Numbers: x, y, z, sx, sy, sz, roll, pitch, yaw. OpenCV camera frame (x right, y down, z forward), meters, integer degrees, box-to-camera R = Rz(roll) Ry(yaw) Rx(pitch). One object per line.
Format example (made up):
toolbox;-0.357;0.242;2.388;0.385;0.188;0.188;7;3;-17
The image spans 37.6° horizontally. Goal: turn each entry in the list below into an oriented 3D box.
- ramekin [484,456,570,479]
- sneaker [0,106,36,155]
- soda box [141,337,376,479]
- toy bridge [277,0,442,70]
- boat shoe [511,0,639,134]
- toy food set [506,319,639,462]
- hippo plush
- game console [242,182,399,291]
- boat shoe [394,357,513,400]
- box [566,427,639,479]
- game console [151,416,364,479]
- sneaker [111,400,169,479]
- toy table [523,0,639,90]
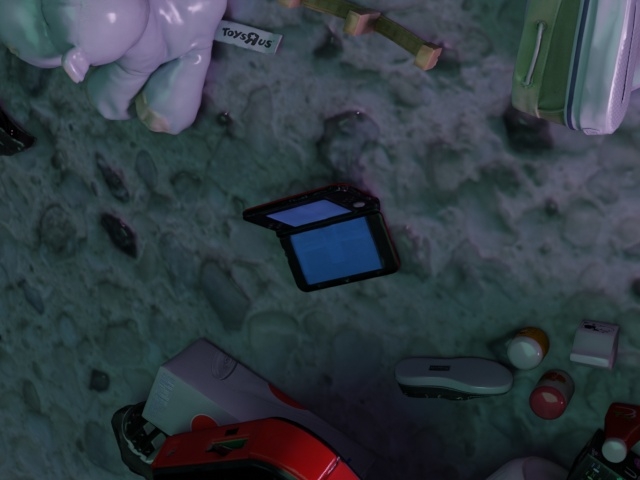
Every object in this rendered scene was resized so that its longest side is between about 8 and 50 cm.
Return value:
ramekin;0.244;0.328;1.002;0.207;0.207;0.109;41;110;10
sneaker;-0.477;-0.174;1.302;0.089;0.051;0.170;-38;91;30
soda box;-0.080;0.247;1.197;0.286;0.098;0.091;31;119;16
toy bridge;0.044;-0.234;1.009;0.188;0.063;0.026;28;116;15
boat shoe;0.204;-0.230;0.722;0.094;0.109;0.302;13;112;24
toy food set;0.300;0.157;0.973;0.232;0.104;0.111;9;109;24
hippo plush;-0.226;-0.222;1.049;0.294;0.236;0.234;10;109;24
game console;0.000;0.000;1.093;0.144;0.124;0.085;-15;72;29
boat shoe;0.155;0.164;1.087;0.142;0.049;0.040;2;125;28
box;0.318;0.258;1.019;0.083;0.062;0.052;34;118;14
game console;-0.013;0.341;1.077;0.342;0.060;0.386;45;149;-13
sneaker;-0.213;0.314;1.302;0.106;0.078;0.234;-3;122;54
toy table;0.278;-0.238;0.835;0.252;0.161;0.274;31;116;15
